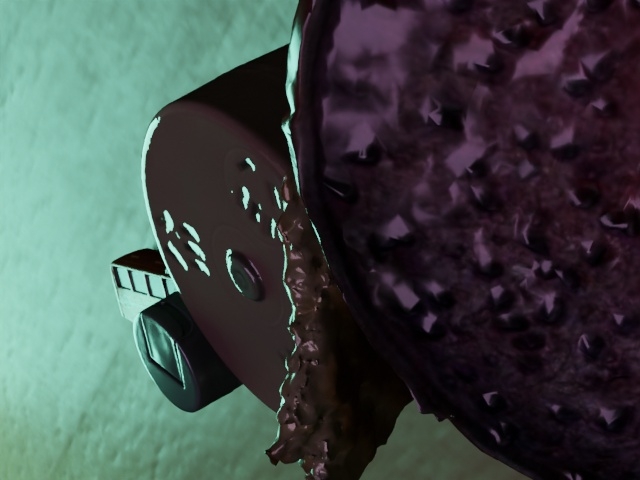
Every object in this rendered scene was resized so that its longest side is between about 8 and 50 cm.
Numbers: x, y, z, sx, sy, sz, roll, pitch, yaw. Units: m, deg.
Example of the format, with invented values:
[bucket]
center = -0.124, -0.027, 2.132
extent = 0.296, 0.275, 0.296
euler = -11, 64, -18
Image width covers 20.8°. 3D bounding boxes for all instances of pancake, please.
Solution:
[pancake]
center = 0.009, -0.053, 0.501
extent = 0.057, 0.244, 0.266
euler = 7, 159, 23

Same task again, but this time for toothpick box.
[toothpick box]
center = -0.037, 0.036, 0.789
extent = 0.052, 0.083, 0.052
euler = 40, 146, 34

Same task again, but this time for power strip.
[power strip]
center = 0.000, 0.000, 0.700
extent = 0.154, 0.078, 0.154
euler = 39, 145, 35

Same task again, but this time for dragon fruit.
[dragon fruit]
center = 0.115, -0.050, 0.421
extent = 0.219, 0.148, 0.223
euler = 15, 126, 13

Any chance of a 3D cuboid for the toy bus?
[toy bus]
center = -0.071, 0.029, 0.899
extent = 0.110, 0.031, 0.043
euler = 9, 117, 57
